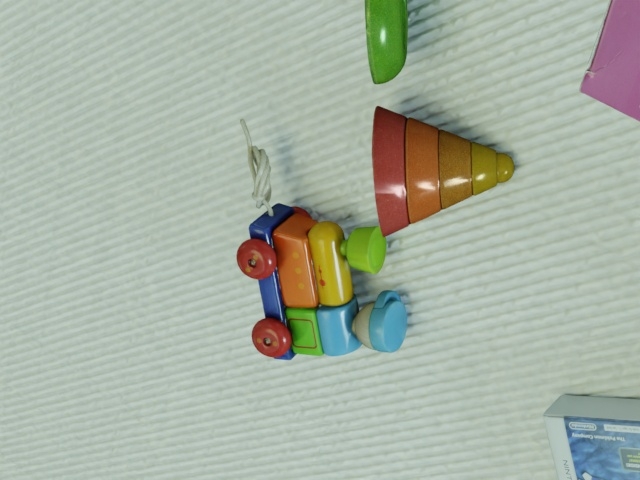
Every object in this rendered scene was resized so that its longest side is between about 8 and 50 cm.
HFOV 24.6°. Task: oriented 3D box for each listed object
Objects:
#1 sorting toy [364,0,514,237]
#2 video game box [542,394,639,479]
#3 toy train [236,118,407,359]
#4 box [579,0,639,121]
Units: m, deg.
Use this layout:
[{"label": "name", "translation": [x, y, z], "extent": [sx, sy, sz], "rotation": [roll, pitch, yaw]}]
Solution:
[{"label": "sorting toy", "translation": [0.104, -0.178, 1.280], "extent": [0.126, 0.127, 0.365], "rotation": [-1, 112, 8]}, {"label": "video game box", "translation": [0.318, 0.237, 1.343], "extent": [0.205, 0.048, 0.187], "rotation": [-2, 114, 40]}, {"label": "toy train", "translation": [0.000, 0.000, 1.444], "extent": [0.143, 0.105, 0.248], "rotation": [2, 114, 27]}, {"label": "box", "translation": [0.305, -0.201, 0.979], "extent": [0.117, 0.243, 0.213], "rotation": [30, 128, 23]}]
